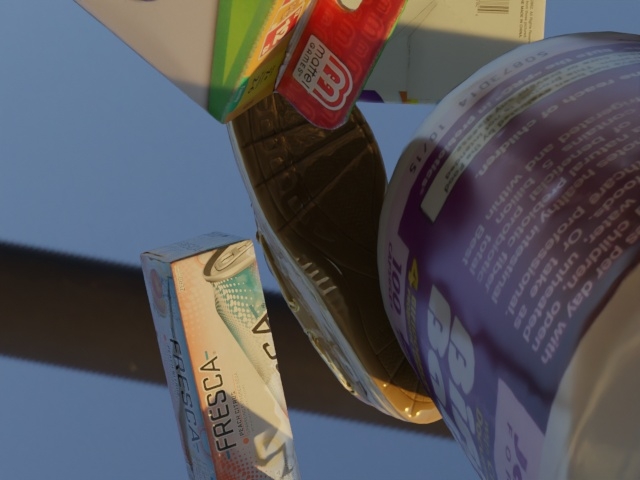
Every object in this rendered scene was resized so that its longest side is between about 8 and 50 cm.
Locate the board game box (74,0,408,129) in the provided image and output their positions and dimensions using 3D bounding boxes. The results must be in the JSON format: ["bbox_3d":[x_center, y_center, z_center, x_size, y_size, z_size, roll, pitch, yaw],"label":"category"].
[{"bbox_3d":[-0.078,-0.142,0.397,0.259,0.124,0.039,38,-135,10],"label":"board game box"}]

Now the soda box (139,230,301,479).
[{"bbox_3d":[-0.066,0.090,0.987,0.063,0.183,0.058,-17,-165,-26],"label":"soda box"}]

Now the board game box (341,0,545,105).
[{"bbox_3d":[0.071,-0.178,1.070,0.142,0.144,0.275,2,-171,-1],"label":"board game box"}]

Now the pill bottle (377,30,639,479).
[{"bbox_3d":[0.127,0.043,0.447,0.169,0.169,0.301,-25,-159,-2],"label":"pill bottle"}]

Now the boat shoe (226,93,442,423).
[{"bbox_3d":[0.000,0.000,0.608,0.063,0.170,0.059,-28,-174,-27],"label":"boat shoe"}]
